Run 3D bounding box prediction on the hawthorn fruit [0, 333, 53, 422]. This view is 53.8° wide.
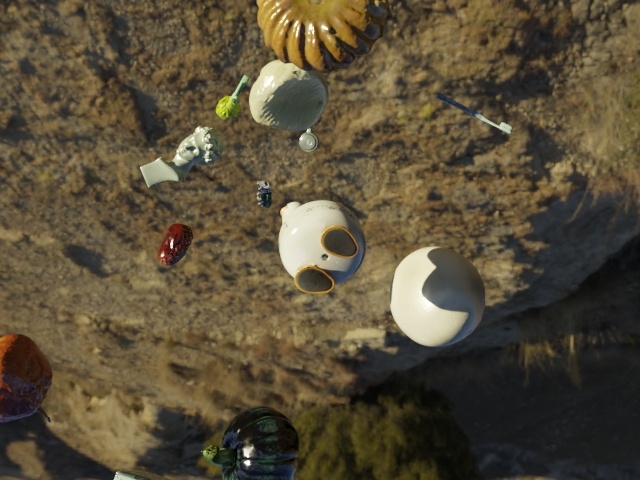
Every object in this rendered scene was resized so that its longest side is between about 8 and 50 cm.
[{"bbox_3d":[-0.718,0.343,1.489,0.207,0.207,0.243,-13,123,44],"label":"hawthorn fruit"}]

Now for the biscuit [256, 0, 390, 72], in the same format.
[{"bbox_3d":[0.001,-0.560,1.481,0.325,0.326,0.107,8,175,8],"label":"biscuit"}]

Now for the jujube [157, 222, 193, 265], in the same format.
[{"bbox_3d":[-0.400,0.011,1.732,0.077,0.129,0.077,17,149,11],"label":"jujube"}]

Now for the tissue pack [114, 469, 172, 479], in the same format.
[{"bbox_3d":[-0.429,0.662,1.644,0.185,0.081,0.257,20,160,4],"label":"tissue pack"}]

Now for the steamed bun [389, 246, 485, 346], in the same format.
[{"bbox_3d":[0.360,0.176,2.017,0.206,0.325,0.324,17,159,-39],"label":"steamed bun"}]

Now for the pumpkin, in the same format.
[{"bbox_3d":[-0.186,0.543,1.600,0.247,0.248,0.248,9,158,4],"label":"pumpkin"}]

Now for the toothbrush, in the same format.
[{"bbox_3d":[0.407,-0.338,1.664,0.219,0.019,0.016,27,173,5],"label":"toothbrush"}]

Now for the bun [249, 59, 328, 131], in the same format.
[{"bbox_3d":[-0.100,-0.442,1.894,0.259,0.160,0.259,-15,146,-10],"label":"bun"}]

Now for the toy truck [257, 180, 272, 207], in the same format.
[{"bbox_3d":[-0.165,-0.136,1.860,0.044,0.039,0.083,-6,130,-12],"label":"toy truck"}]

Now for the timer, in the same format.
[{"bbox_3d":[0.000,0.000,1.674,0.233,0.240,0.234,-3,117,-5],"label":"timer"}]

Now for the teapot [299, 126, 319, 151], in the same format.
[{"bbox_3d":[-0.033,-0.342,2.118,0.066,0.088,0.057,4,-170,14],"label":"teapot"}]

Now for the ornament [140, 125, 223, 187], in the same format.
[{"bbox_3d":[-0.431,-0.251,1.988,0.285,0.130,0.120,-33,102,9],"label":"ornament"}]

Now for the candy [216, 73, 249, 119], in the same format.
[{"bbox_3d":[-0.262,-0.442,1.941,0.073,0.077,0.262,51,154,-5],"label":"candy"}]
